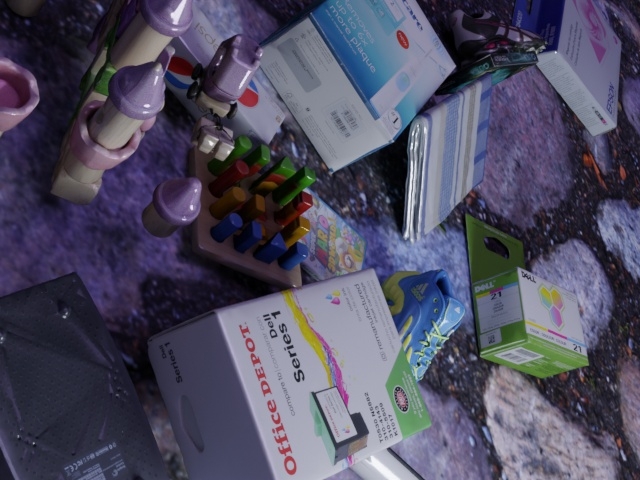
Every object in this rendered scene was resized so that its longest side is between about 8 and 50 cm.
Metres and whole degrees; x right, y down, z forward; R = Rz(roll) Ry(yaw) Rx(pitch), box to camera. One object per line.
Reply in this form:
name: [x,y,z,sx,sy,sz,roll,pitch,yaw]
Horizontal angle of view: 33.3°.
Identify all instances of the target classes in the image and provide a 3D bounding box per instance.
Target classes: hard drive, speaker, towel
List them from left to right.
hard drive: [-0.253,0.171,1.034,0.172,0.054,0.255,-23,89,-54]
speaker: [0.088,0.303,1.383,0.136,0.055,0.055,45,41,-25]
towel: [0.203,-0.138,1.701,0.285,0.034,0.209,-38,136,-52]

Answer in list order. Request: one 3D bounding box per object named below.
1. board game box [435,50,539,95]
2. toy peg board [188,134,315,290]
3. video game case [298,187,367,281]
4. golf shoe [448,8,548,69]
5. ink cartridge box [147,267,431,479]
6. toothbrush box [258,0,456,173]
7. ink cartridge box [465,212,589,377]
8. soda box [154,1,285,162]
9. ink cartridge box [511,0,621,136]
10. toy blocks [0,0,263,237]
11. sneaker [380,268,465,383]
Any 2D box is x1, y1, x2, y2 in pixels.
board game box: [0.296,-0.299,1.911,0.186,0.126,0.026,-17,84,-53]
toy peg board: [-0.074,-0.043,1.323,0.161,0.079,0.161,24,44,-35]
video game case: [0.000,0.000,1.474,0.166,0.015,0.119,41,43,-29]
golf shoe: [0.342,-0.388,2.041,0.272,0.105,0.120,-14,75,-54]
ink cartridge box: [-0.027,0.159,1.170,0.278,0.117,0.202,-12,80,-51]
toothbrush box: [0.059,-0.271,1.605,0.216,0.126,0.295,56,36,-12]
ink cartridge box: [0.338,0.080,1.779,0.188,0.097,0.255,22,55,-43]
soda box: [-0.142,-0.207,1.368,0.216,0.069,0.074,50,39,-21]
ink cartridge box: [0.551,-0.448,2.359,0.330,0.071,0.324,45,42,-28]
toy blocks: [-0.176,-0.195,1.108,0.308,0.260,0.289,24,51,-24]
sneaker: [0.129,0.130,1.467,0.091,0.126,0.240,37,45,-33]
